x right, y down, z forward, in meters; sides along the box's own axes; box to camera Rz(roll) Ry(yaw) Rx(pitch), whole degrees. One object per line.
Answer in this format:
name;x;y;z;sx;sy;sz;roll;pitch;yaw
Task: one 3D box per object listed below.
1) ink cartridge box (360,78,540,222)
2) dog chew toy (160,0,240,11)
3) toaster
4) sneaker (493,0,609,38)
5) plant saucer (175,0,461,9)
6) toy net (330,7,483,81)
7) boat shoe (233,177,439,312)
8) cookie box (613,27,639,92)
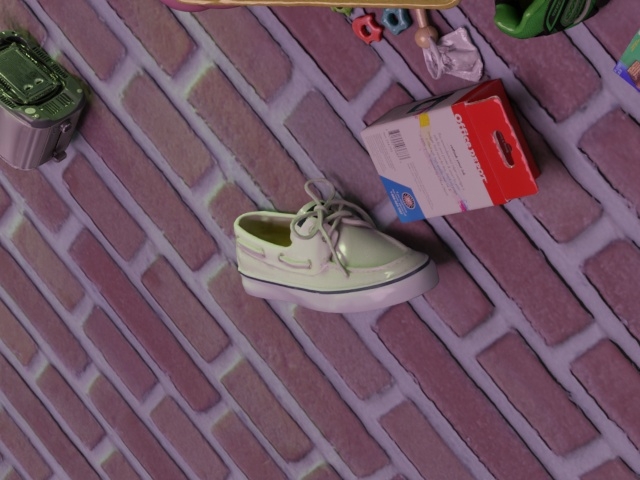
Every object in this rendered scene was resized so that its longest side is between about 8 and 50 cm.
ink cartridge box;0.172;-0.110;1.856;0.231;0.078;0.134;-10;110;47
dog chew toy;-0.117;-0.378;1.868;0.207;0.206;0.332;59;148;-6
toaster;-0.473;-0.216;2.372;0.227;0.129;0.146;40;140;14
sneaker;0.211;-0.373;1.583;0.134;0.146;0.344;0;116;44
plant saucer;-0.006;-0.418;1.618;0.332;0.081;0.333;3;110;14
toy net;0.093;-0.254;1.857;0.232;0.045;0.122;43;139;13
boat shoe;0.005;-0.004;2.067;0.367;0.136;0.156;7;119;53
cookie box;0.380;-0.186;1.630;0.107;0.040;0.092;42;138;14
